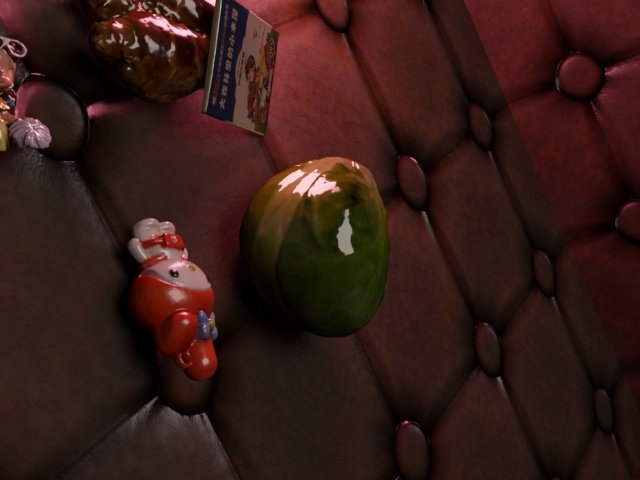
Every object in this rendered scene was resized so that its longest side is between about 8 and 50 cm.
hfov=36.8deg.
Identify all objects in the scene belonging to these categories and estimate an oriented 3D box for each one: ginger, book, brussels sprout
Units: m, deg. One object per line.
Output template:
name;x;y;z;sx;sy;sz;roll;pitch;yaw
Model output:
ginger;-0.305;-0.393;1.771;0.274;0.152;0.357;55;38;-21
book;-0.152;-0.338;1.902;0.322;0.018;0.228;3;94;-74
brussels sprout;0.000;0.000;1.898;0.315;0.276;0.371;34;50;-44

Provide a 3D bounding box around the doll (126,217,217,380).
doll;-0.253;0.102;1.647;0.161;0.130;0.290;16;49;-55

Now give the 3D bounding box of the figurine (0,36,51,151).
figurine;-0.510;-0.196;1.455;0.175;0.116;0.240;9;75;-48
